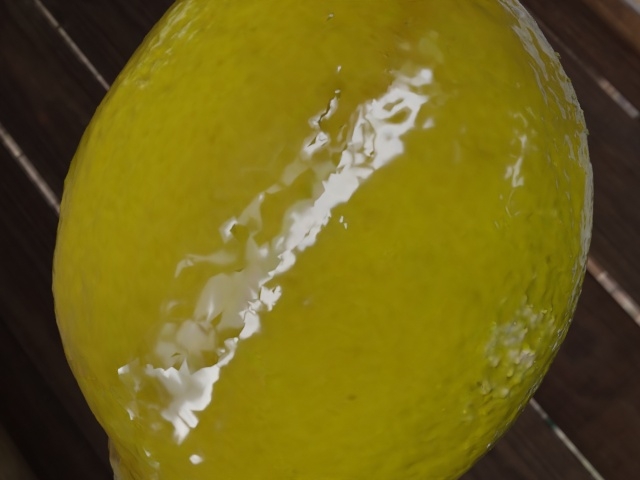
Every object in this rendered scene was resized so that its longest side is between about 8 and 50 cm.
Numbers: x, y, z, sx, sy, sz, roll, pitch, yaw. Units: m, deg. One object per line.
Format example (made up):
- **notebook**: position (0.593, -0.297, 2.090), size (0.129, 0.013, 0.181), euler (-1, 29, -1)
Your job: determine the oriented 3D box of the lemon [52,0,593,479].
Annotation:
- **lemon**: position (0.002, -0.004, 0.518), size (0.236, 0.236, 0.263), euler (-19, 133, -47)
